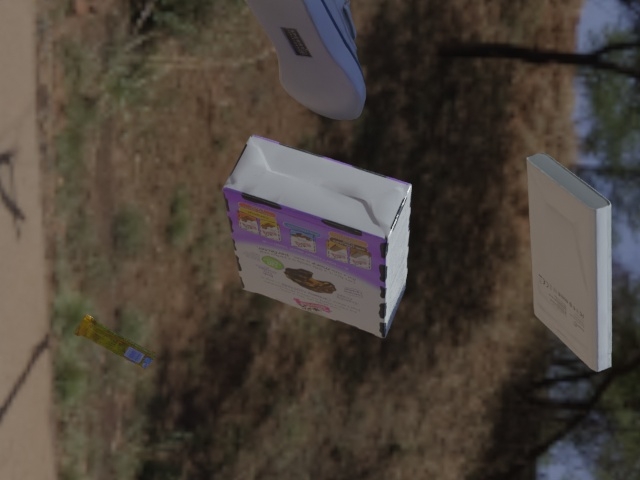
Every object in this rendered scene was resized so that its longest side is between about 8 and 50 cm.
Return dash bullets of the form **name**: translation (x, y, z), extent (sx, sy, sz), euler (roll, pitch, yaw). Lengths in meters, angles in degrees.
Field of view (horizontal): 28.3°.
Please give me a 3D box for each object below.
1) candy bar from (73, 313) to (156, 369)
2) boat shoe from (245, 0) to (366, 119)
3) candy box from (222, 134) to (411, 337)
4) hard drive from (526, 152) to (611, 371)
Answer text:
- **candy bar**: translation (-0.342, 0.174, 2.134), extent (0.040, 0.161, 0.018), euler (-54, -144, 2)
- **boat shoe**: translation (-0.007, -0.222, 1.302), extent (0.088, 0.096, 0.267), euler (-68, 151, -21)
- **candy box**: translation (0.000, 0.000, 1.246), extent (0.196, 0.164, 0.070), euler (86, 25, -59)
- **hard drive**: translation (0.403, 0.035, 2.055), extent (0.203, 0.040, 0.308), euler (-130, -153, -54)
